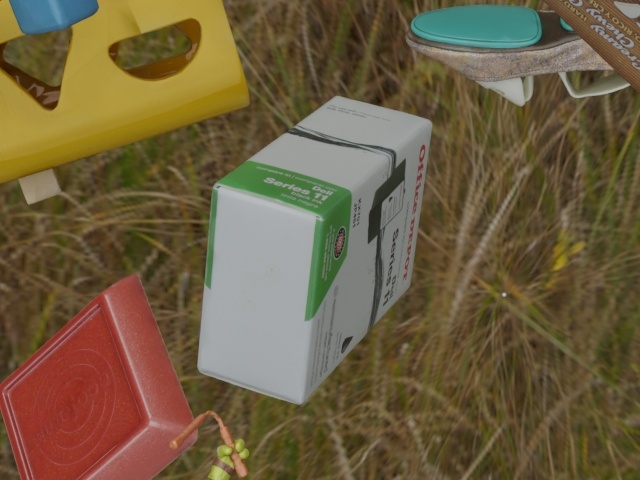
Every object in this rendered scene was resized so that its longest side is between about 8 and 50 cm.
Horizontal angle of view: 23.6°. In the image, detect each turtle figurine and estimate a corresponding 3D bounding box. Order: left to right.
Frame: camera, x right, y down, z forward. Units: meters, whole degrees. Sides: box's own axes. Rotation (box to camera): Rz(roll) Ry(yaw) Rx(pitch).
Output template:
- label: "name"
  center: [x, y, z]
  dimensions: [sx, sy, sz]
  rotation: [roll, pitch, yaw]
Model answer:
- label: "turtle figurine"
  center: [-0.127, 0.332, 1.581]
  dimensions: [0.217, 0.087, 0.269]
  rotation: [40, 62, -23]

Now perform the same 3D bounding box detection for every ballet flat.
- label: "ballet flat"
  center: [0.253, -0.204, 1.697]
  dimensions: [0.316, 0.107, 0.106]
  rotation: [-2, 125, 13]

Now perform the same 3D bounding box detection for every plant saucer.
- label: "plant saucer"
  center: [-0.285, 0.203, 1.832]
  dimensions: [0.258, 0.048, 0.259]
  rotation: [-41, 52, 19]

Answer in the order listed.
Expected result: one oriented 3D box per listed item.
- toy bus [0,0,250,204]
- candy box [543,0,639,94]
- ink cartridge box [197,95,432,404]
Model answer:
- label: "toy bus"
  center: [-0.129, -0.071, 0.654]
  dimensions: [0.202, 0.191, 0.104]
  rotation: [-5, 109, 40]
- label: "candy box"
  center: [0.139, -0.191, 0.725]
  dimensions: [0.316, 0.183, 0.087]
  rotation: [43, 73, -1]
- label: "ink cartridge box"
  center: [0.000, 0.000, 1.115]
  dimensions: [0.087, 0.208, 0.153]
  rotation: [16, 119, 19]
